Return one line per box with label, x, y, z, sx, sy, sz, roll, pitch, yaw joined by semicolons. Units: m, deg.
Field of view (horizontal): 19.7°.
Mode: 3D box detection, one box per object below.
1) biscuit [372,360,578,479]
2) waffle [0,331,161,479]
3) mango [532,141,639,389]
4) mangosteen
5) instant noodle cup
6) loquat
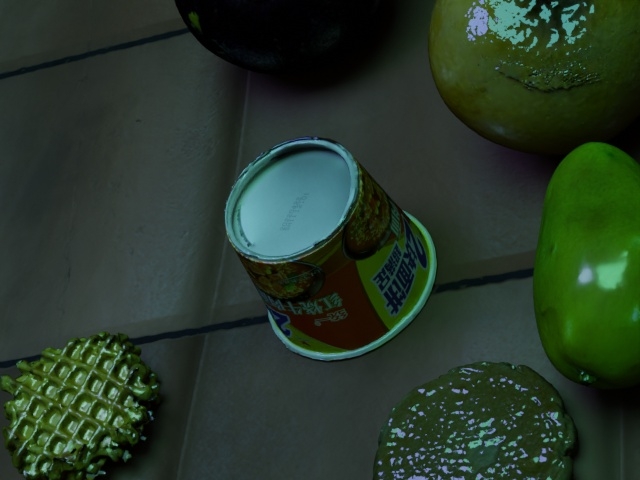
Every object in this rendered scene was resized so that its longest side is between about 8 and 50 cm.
biscuit;0.156;0.217;1.857;0.226;0.042;0.226;-16;47;18
waffle;-0.274;0.198;2.106;0.193;0.070;0.197;-32;48;3
mango;0.287;0.033;1.839;0.149;0.185;0.273;7;35;-8
mangosteen;-0.049;-0.343;2.280;0.288;0.288;0.288;-16;49;19
instant noodle cup;0.000;0.000;2.027;0.213;0.174;0.213;-15;50;19
loquat;0.247;-0.220;2.006;0.263;0.263;0.263;-16;49;19
